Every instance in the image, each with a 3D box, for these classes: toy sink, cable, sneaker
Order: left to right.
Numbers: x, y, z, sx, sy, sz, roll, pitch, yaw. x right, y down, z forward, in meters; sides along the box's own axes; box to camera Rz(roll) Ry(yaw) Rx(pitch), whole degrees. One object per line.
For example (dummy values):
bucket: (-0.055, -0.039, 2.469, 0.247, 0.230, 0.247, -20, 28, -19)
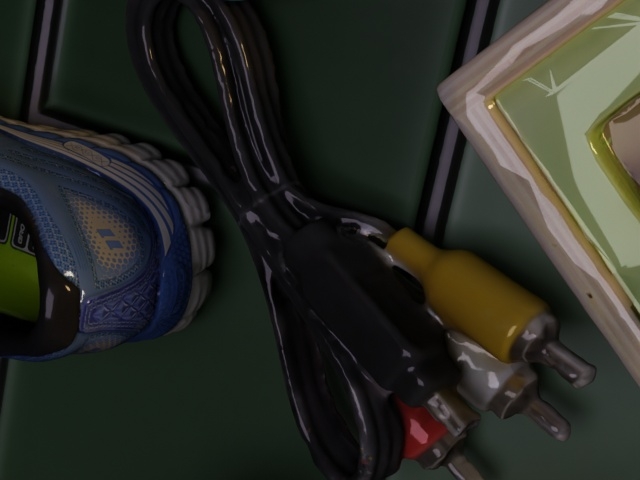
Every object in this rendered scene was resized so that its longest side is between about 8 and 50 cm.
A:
sneaker: (-0.222, -0.024, 0.819, 0.330, 0.147, 0.130, 15, 109, 23)
cable: (0.000, 0.000, 0.785, 0.287, 0.072, 0.139, 53, 131, 20)
toy sink: (0.182, -0.013, 0.634, 0.153, 0.131, 0.234, -35, 87, 29)
